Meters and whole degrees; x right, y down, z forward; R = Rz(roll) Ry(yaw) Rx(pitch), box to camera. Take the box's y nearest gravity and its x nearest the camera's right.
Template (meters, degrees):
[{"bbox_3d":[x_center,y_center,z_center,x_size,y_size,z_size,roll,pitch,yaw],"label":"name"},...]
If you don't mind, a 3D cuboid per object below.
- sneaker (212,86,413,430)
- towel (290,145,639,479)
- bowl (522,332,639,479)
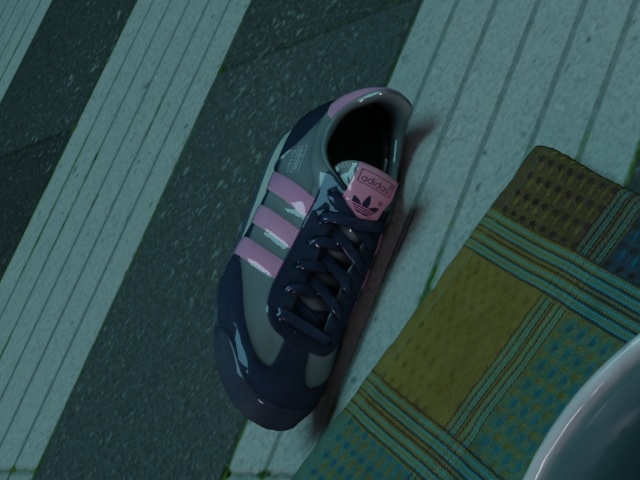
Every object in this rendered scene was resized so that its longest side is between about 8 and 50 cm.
[{"bbox_3d":[0.000,0.000,1.391,0.131,0.112,0.319,-35,34,44],"label":"sneaker"},{"bbox_3d":[0.107,0.120,1.153,0.370,0.040,0.271,-54,26,3],"label":"towel"},{"bbox_3d":[0.235,0.131,0.661,0.311,0.311,0.163,-46,-2,23],"label":"bowl"}]
